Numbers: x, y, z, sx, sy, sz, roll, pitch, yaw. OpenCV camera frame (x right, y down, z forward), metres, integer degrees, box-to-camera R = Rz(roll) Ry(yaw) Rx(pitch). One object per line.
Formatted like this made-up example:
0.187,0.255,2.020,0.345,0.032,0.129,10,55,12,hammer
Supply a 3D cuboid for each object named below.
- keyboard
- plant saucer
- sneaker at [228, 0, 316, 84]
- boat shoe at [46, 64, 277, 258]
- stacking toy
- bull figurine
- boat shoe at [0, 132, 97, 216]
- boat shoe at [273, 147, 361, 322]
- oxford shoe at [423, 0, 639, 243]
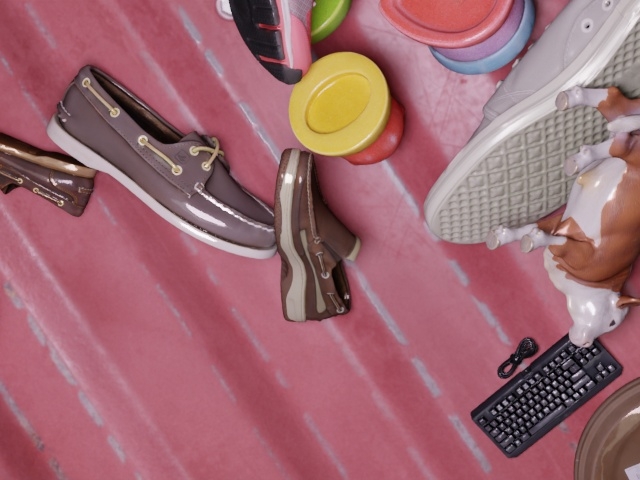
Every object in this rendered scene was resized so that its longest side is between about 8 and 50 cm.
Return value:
0.263,0.174,1.619,0.180,0.023,0.108,-42,90,15,keyboard
0.441,0.287,1.595,0.278,0.041,0.278,2,101,12,plant saucer
-0.028,-0.322,1.444,0.136,0.116,0.314,-20,117,-22,sneaker
-0.177,-0.094,1.616,0.324,0.116,0.097,33,108,10,boat shoe
0.079,-0.255,1.559,0.309,0.130,0.279,-37,64,12,stacking toy
0.304,-0.029,1.481,0.188,0.101,0.310,7,116,-30,bull figurine
-0.383,-0.090,1.679,0.207,0.073,0.073,21,102,8,boat shoe
0.001,-0.006,1.569,0.095,0.095,0.257,3,139,6,boat shoe
0.276,-0.172,1.506,0.449,0.169,0.130,-50,44,23,oxford shoe
